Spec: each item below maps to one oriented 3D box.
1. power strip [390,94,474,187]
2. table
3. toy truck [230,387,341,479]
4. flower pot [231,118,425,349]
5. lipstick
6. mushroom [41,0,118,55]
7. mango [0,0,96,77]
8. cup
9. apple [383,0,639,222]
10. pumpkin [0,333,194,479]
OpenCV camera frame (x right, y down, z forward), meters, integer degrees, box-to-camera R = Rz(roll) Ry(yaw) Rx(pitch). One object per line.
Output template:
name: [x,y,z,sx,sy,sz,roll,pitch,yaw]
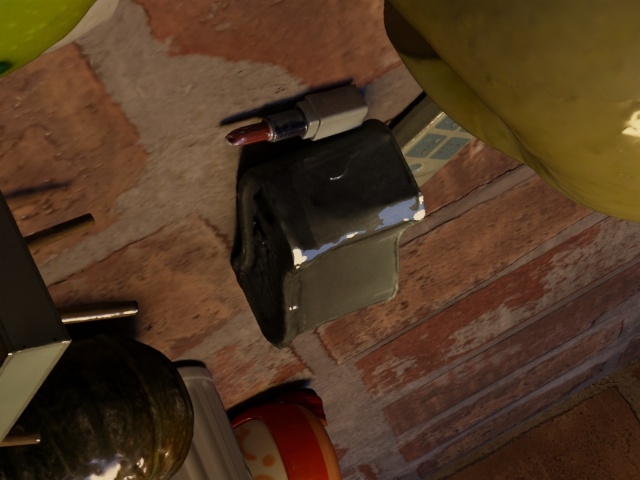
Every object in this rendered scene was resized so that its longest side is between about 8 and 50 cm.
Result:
power strip: [0.109,-0.103,0.922,0.080,0.029,0.227,-3,147,-51]
table: [-0.217,0.073,0.763,0.111,0.121,0.240,-11,153,-42]
toy truck: [-0.102,0.315,1.414,0.239,0.189,0.265,-4,149,-34]
flower pot: [0.000,0.000,0.911,0.108,0.103,0.229,-23,159,-15]
lipstick: [-0.018,-0.082,0.803,0.107,0.025,0.025,-18,156,-29]
mushroom: [-0.193,-0.090,0.468,0.223,0.092,0.081,-24,115,-26]
mango: [-0.187,-0.117,0.328,0.293,0.143,0.175,-1,123,-35]
cup: [-0.135,0.253,1.183,0.167,0.202,0.221,-36,158,24]
apple: [0.147,-0.156,0.534,0.254,0.292,0.292,-39,159,5]
pumpkin: [-0.206,0.171,0.960,0.224,0.157,0.223,-25,171,-4]
